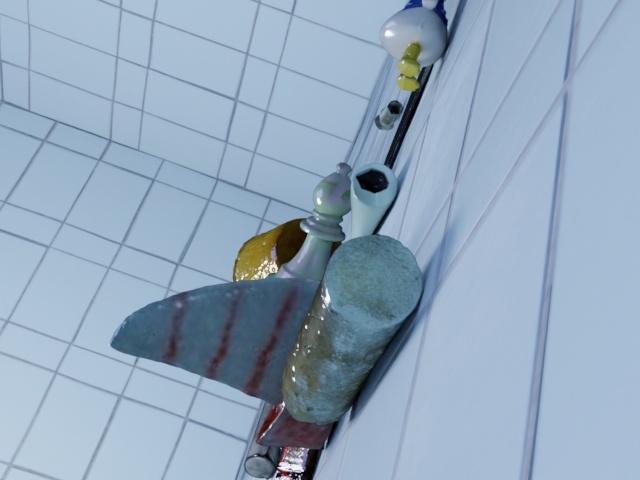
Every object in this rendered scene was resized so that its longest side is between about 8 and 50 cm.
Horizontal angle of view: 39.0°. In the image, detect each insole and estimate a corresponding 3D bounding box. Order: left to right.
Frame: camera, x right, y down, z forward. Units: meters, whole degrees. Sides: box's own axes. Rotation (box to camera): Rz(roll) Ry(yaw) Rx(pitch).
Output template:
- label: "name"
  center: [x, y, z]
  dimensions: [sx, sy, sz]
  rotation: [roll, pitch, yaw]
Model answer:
- label: "insole"
  center: [0.134, -0.178, 1.532]
  dimensions: [0.110, 0.012, 0.309]
  rotation: [-78, 8, -68]

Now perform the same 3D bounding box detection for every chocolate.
- label: "chocolate"
  center: [-0.018, 0.241, 1.143]
  dimensions: [0.086, 0.028, 0.182]
  rotation: [-18, 54, 53]

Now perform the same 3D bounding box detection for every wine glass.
- label: "wine glass"
  center: [0.138, -0.246, 1.775]
  dimensions: [0.039, 0.042, 0.083]
  rotation: [-56, 4, -22]

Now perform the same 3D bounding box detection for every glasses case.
- label: "glasses case"
  center: [-0.075, 0.308, 1.758]
  dimensions: [0.114, 0.060, 0.299]
  rotation: [108, 180, -54]

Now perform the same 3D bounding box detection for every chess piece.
- label: "chess piece"
  center: [0.000, 0.000, 1.506]
  dimensions: [0.139, 0.139, 0.272]
  rotation: [-79, 8, -76]

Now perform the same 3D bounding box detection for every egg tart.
- label: "egg tart"
  center: [-0.049, 0.061, 1.701]
  dimensions: [0.171, 0.215, 0.215]
  rotation: [-40, 27, 55]

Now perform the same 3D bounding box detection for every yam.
- label: "yam"
  center: [0.021, 0.099, 0.889]
  dimensions: [0.259, 0.093, 0.093]
  rotation: [112, 177, -56]

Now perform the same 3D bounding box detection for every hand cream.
- label: "hand cream"
  center: [0.069, -0.035, 1.430]
  dimensions: [0.321, 0.067, 0.109]
  rotation: [102, -174, -72]

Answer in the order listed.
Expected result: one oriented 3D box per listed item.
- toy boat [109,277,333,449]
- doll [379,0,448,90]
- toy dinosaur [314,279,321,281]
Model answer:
- label: "toy boat"
  center: [-0.098, 0.123, 1.064]
  dimensions: [0.096, 0.282, 0.206]
  rotation: [-142, 71, -86]
- label: "doll"
  center: [0.161, -0.366, 1.375]
  dimensions: [0.138, 0.119, 0.293]
  rotation: [101, -178, -66]
- label: "toy dinosaur"
  center: [-0.010, 0.152, 1.321]
  dimensions: [0.363, 0.076, 0.147]
  rotation: [-88, -16, -75]
